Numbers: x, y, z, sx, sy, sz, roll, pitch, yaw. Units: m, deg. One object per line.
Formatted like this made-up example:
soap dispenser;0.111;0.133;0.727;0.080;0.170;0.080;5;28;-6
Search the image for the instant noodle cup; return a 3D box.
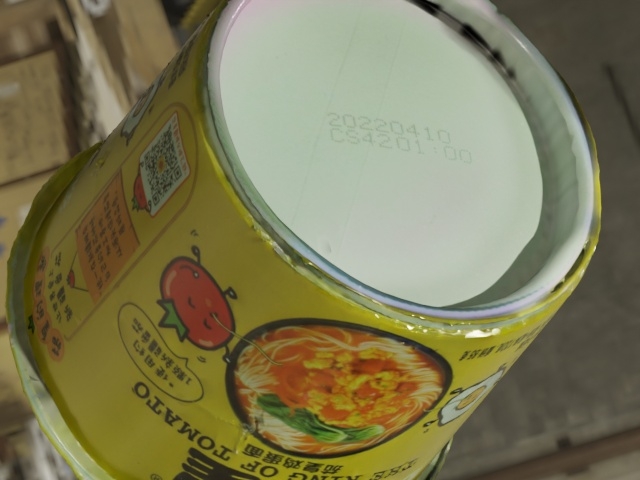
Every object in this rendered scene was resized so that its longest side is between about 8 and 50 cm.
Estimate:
instant noodle cup;0.000;0.000;0.928;0.254;0.325;0.326;-49;-130;50
